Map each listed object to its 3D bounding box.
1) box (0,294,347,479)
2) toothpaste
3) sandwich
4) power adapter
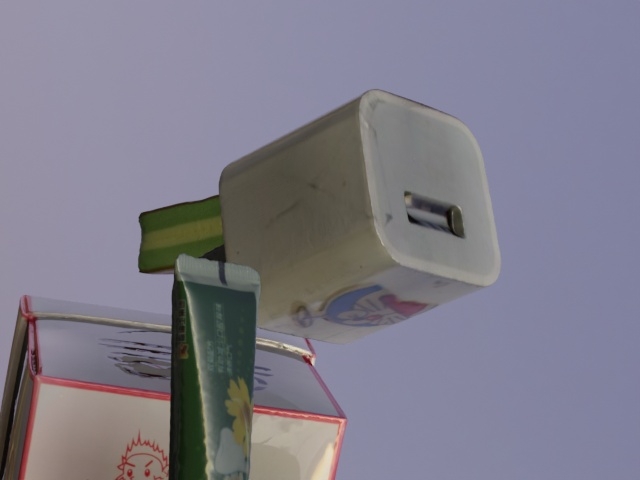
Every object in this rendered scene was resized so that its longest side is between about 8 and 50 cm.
[{"bbox_3d":[-0.165,0.251,1.748,0.300,0.314,0.312,-129,-130,-74],"label":"box"},{"bbox_3d":[-0.047,0.109,0.747,0.031,0.049,0.204,-8,-104,46],"label":"toothpaste"},{"bbox_3d":[-0.129,-0.009,1.800,0.074,0.116,0.074,103,-16,-73],"label":"sandwich"},{"bbox_3d":[0.000,0.000,1.190,0.205,0.130,0.125,-26,-117,39],"label":"power adapter"}]
